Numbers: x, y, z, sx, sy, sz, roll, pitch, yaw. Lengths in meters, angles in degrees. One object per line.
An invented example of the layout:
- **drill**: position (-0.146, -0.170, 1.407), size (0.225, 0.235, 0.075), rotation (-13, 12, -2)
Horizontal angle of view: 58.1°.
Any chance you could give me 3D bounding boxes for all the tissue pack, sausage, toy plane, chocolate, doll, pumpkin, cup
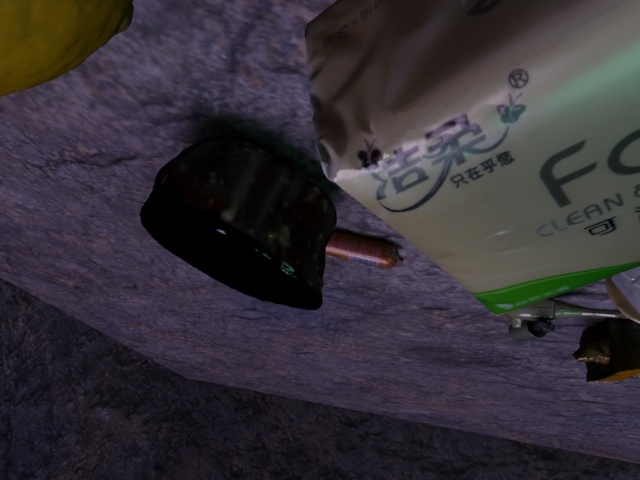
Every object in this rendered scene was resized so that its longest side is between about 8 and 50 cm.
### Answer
- **tissue pack**: position (0.240, -0.125, 0.443), size (0.405, 0.205, 0.332), rotation (-28, 139, 26)
- **sausage**: position (0.000, 0.000, 1.185), size (0.348, 0.053, 0.053), rotation (13, 155, 8)
- **toy plane**: position (0.488, 0.138, 1.140), size (0.286, 0.092, 0.108), rotation (-1, 171, 34)
- **chocolate**: position (-0.114, -0.046, 0.983), size (0.340, 0.210, 0.225), rotation (33, 154, -23)
- **doll**: position (0.467, 0.039, 0.811), size (0.271, 0.144, 0.208), rotation (-8, 144, -36)
- **pumpkin**: position (0.619, 0.213, 1.160), size (0.126, 0.131, 0.248), rotation (25, 150, -35)
- **cup**: position (0.477, 0.195, 1.309), size (0.054, 0.075, 0.083), rotation (54, 159, 8)

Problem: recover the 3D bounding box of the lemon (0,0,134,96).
- **lemon**: position (-0.317, -0.277, 0.481), size (0.364, 0.364, 0.364), rotation (14, 155, 7)
